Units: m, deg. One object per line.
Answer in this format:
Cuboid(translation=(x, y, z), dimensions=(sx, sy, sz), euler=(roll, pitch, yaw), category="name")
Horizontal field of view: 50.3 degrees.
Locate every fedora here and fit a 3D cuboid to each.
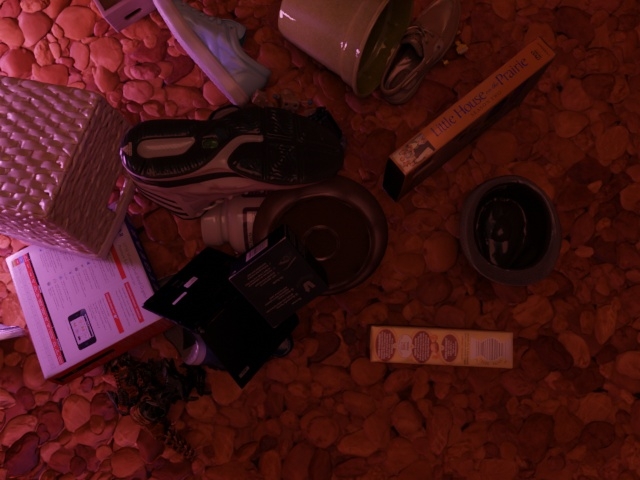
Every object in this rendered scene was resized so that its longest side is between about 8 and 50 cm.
Cuboid(translation=(0.443, -0.015, 1.637), dimensions=(0.244, 0.124, 0.275), euler=(2, 76, -1), category="fedora")

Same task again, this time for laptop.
Cuboid(translation=(-0.222, 0.166, 1.560), dimensions=(0.264, 0.136, 0.234), euler=(20, 45, 26), category="laptop")

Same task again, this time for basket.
Cuboid(translation=(-0.624, -0.171, 1.549), dimensions=(0.331, 0.266, 0.328), euler=(13, 73, 16), category="basket")

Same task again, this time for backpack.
Cuboid(translation=(-0.034, -0.232, 1.656), dimensions=(0.173, 0.158, 0.117), euler=(-32, 103, 11), category="backpack")

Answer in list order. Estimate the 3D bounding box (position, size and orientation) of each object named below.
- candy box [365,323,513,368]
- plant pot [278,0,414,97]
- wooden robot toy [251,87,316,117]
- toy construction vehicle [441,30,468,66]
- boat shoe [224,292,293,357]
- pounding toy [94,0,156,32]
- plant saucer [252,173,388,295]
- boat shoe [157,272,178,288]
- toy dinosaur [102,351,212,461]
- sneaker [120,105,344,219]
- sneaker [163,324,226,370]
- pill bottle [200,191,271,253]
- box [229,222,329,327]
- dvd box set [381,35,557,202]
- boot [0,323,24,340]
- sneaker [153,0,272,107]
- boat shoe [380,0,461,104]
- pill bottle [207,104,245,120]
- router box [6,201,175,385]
Cuboid(translation=(0.267, 0.243, 1.583), dimensions=(0.316, 0.183, 0.087), euler=(3, 83, 1), category="candy box")
Cuboid(translation=(0.048, -0.523, 1.647), dimensions=(0.254, 0.276, 0.276), euler=(28, 85, 15), category="plant pot")
Cuboid(translation=(-0.094, -0.349, 1.716), dimensions=(0.173, 0.076, 0.079), euler=(6, 43, -21), category="wooden robot toy")
Cuboid(translation=(0.323, -0.501, 1.738), dimensions=(0.086, 0.035, 0.098), euler=(-31, 76, -3), category="toy construction vehicle")
Cuboid(translation=(-0.174, 0.188, 1.642), dimensions=(0.258, 0.089, 0.109), euler=(39, 86, 4), category="boat shoe")
Cuboid(translation=(-0.545, -0.641, 1.737), dimensions=(0.181, 0.094, 0.206), euler=(-31, 75, 2), category="pounding toy")
Cuboid(translation=(0.000, 0.000, 1.536), dimensions=(0.311, 0.050, 0.310), euler=(0, 114, -1), category="plant saucer")
Cuboid(translation=(-0.349, 0.100, 1.679), dimensions=(0.125, 0.038, 0.046), euler=(-10, 84, 0), category="boat shoe")
Cuboid(translation=(-0.386, 0.369, 1.622), dimensions=(0.218, 0.164, 0.322), euler=(-37, 103, 11), category="toy dinosaur")
Cuboid(translation=(-0.186, -0.156, 1.468), dimensions=(0.448, 0.257, 0.169), euler=(-1, 73, -9), category="sneaker")
Cuboid(translation=(-0.282, 0.231, 1.646), dimensions=(0.086, 0.163, 0.226), euler=(-56, 45, 15), category="sneaker")
Cuboid(translation=(-0.126, -0.052, 1.628), dimensions=(0.302, 0.169, 0.169), euler=(-1, 84, 0), category="pill bottle")
Cuboid(translation=(-0.090, 0.076, 1.488), dimensions=(0.156, 0.093, 0.158), euler=(-35, 110, 11), category="box")
Cuboid(translation=(0.326, -0.263, 1.575), dimensions=(0.420, 0.307, 0.062), euler=(-39, 82, -2), category="dvd box set")
Cuboid(translation=(-0.819, 0.206, 1.658), dimensions=(0.190, 0.069, 0.086), euler=(-8, 87, 2), category="boot")
Cuboid(translation=(-0.265, -0.509, 1.702), dimensions=(0.150, 0.135, 0.366), euler=(-40, 96, -4), category="sneaker")
Cuboid(translation=(0.244, -0.479, 1.677), dimensions=(0.109, 0.098, 0.302), euler=(35, 95, 18), category="boat shoe")
Cuboid(translation=(-0.198, -0.235, 1.621), dimensions=(0.123, 0.219, 0.122), euler=(0, 84, 0), category="pill bottle")
Cuboid(translation=(-0.545, 0.121, 1.610), dimensions=(0.301, 0.082, 0.335), euler=(-27, 67, -2), category="router box")
